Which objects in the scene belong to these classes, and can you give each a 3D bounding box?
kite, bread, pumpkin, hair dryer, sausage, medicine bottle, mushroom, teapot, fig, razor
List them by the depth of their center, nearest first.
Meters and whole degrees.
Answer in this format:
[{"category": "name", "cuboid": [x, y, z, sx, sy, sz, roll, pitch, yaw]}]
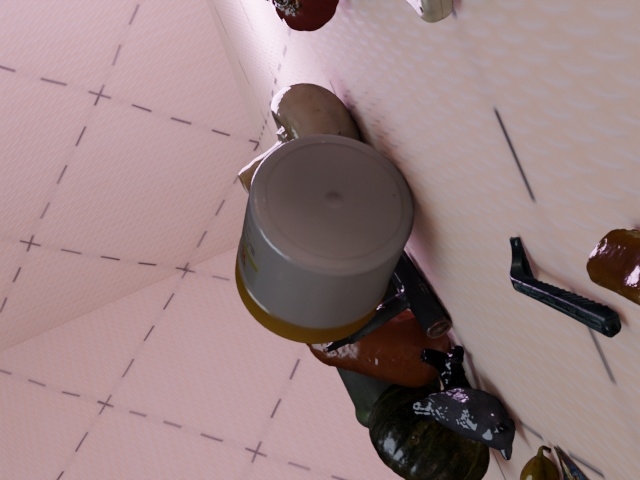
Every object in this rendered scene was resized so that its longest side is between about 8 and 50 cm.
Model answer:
[{"category": "bread", "cuboid": [0.212, 0.019, 0.578, 0.036, 0.047, 0.083, 36, -176, -13]}, {"category": "razor", "cuboid": [0.210, 0.050, 0.783, 0.190, 0.033, 0.066, -133, 19, -72]}, {"category": "kite", "cuboid": [0.315, 0.316, 1.037, 0.183, 0.010, 0.160, 78, 167, -65]}, {"category": "fig", "cuboid": [0.281, 0.291, 1.112, 0.050, 0.050, 0.083, -122, 27, -57]}, {"category": "medicine bottle", "cuboid": [0.000, 0.000, 1.292, 0.232, 0.237, 0.238, 107, 141, -56]}, {"category": "hair dryer", "cuboid": [0.084, 0.107, 1.401, 0.050, 0.194, 0.173, 80, 166, -48]}, {"category": "mushroom", "cuboid": [-0.031, -0.159, 1.446, 0.206, 0.209, 0.206, -7, -90, -75]}, {"category": "sausage", "cuboid": [0.091, 0.163, 1.464, 0.258, 0.133, 0.133, 15, 149, 22]}, {"category": "pumpkin", "cuboid": [0.181, 0.332, 1.471, 0.223, 0.157, 0.224, 34, -168, -8]}, {"category": "teapot", "cuboid": [0.105, 0.183, 1.696, 0.337, 0.200, 0.270, 66, -159, -18]}]

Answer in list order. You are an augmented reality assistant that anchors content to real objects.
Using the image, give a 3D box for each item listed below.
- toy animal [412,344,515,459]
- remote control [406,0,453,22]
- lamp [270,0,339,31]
[{"category": "toy animal", "cuboid": [0.204, 0.247, 1.285, 0.210, 0.117, 0.121, -123, 17, -71]}, {"category": "remote control", "cuboid": [0.083, -0.245, 0.734, 0.122, 0.032, 0.074, 73, 172, -47]}, {"category": "lamp", "cuboid": [-0.021, -0.321, 1.133, 0.101, 0.090, 0.101, 20, 121, 37]}]
